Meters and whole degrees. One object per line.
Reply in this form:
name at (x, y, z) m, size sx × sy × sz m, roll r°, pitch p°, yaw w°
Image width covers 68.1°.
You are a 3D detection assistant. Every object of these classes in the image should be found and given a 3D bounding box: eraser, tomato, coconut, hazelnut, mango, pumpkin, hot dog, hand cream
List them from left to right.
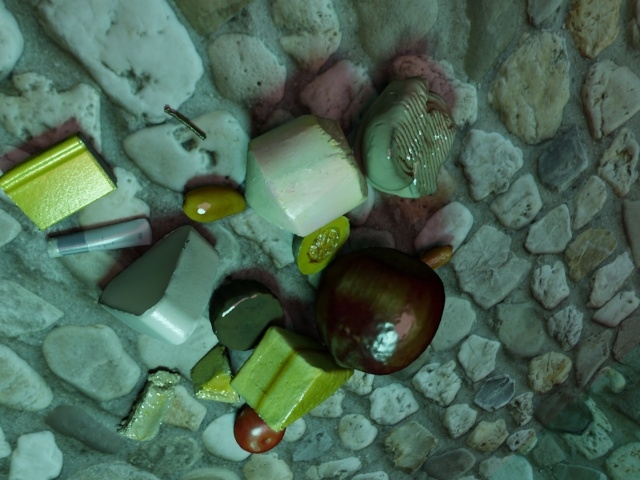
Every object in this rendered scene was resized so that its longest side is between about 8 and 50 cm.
eraser at (-0.634, -0.146, 1.157) m, size 0.226 × 0.069 × 0.157 m, roll -31°, pitch 121°, yaw -7°
hand cream at (-0.584, -0.002, 1.265) m, size 0.256 × 0.048 × 0.079 m, roll -12°, pitch 124°, yaw -21°
eraser at (-0.451, 0.141, 1.296) m, size 0.331 × 0.331 × 0.150 m, roll -39°, pitch 125°, yaw -2°
mango at (-0.290, -0.103, 1.320) m, size 0.184 × 0.085 × 0.102 m, roll -6°, pitch 117°, yaw -27°
tomato at (-0.214, 0.669, 1.695) m, size 0.195 × 0.136 × 0.194 m, roll -9°, pitch 117°, yaw -19°
coconut at (-0.054, -0.167, 1.270) m, size 0.310 × 0.297 × 0.297 m, roll -25°, pitch 123°, yaw 7°
pumpkin at (-0.016, -0.006, 1.466) m, size 0.218 × 0.110 × 0.217 m, roll -26°, pitch 134°, yaw -31°
hazelnut at (0.171, 0.210, 1.471) m, size 0.421 × 0.421 × 0.352 m, roll -36°, pitch 139°, yaw -3°
hot dog at (0.372, 0.080, 1.701) m, size 0.249 × 0.076 × 0.102 m, roll -28°, pitch 159°, yaw -7°

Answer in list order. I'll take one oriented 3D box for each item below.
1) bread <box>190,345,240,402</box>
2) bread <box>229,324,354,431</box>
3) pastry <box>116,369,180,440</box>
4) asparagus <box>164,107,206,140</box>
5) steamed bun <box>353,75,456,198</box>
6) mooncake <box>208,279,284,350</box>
bread at (-0.306, 0.431, 1.538) m, size 0.169 × 0.140 × 0.160 m, roll 22°, pitch 114°, yaw -33°
bread at (-0.057, 0.440, 1.532) m, size 0.244 × 0.233 × 0.362 m, roll -56°, pitch 149°, yaw 1°
pastry at (-0.540, 0.535, 1.524) m, size 0.122 × 0.089 × 0.258 m, roll 21°, pitch 108°, yaw -43°
asparagus at (-0.351, -0.304, 1.235) m, size 0.127 × 0.015 × 0.018 m, roll 36°, pitch 95°, yaw -32°
steamed bun at (0.221, -0.292, 1.379) m, size 0.310 × 0.220 × 0.323 m, roll 26°, pitch 77°, yaw -46°
mooncake at (-0.234, 0.230, 1.485) m, size 0.229 × 0.124 × 0.228 m, roll -13°, pitch 121°, yaw -23°
